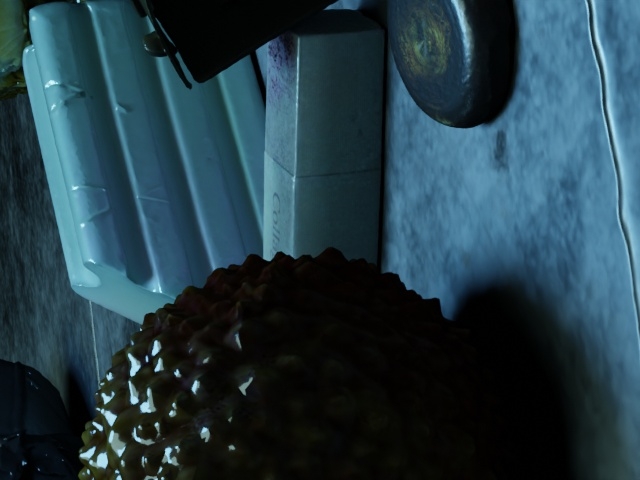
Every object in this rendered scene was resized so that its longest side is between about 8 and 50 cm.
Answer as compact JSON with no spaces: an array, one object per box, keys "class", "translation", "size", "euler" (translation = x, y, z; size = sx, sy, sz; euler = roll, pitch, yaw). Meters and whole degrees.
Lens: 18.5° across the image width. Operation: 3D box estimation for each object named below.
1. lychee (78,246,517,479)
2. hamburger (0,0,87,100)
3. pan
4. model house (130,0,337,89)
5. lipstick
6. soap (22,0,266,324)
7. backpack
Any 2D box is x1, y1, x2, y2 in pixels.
[{"class":"lychee","translation":[-0.019,0.126,1.145],"size":[0.267,0.268,0.267],"euler":[174,90,-71]},{"class":"hamburger","translation":[-0.342,-0.277,2.086],"size":[0.318,0.195,0.276],"euler":[164,97,-69]},{"class":"pan","translation":[0.070,-0.171,1.159],"size":[0.115,0.040,0.212],"euler":[-175,79,-65]},{"class":"model house","translation":[-0.081,-0.276,1.274],"size":[0.243,0.204,0.211],"euler":[55,172,33]},{"class":"lipstick","translation":[0.000,0.000,1.373],"size":[0.066,0.068,0.317],"euler":[-134,42,-61]},{"class":"soap","translation":[-0.125,-0.055,1.556],"size":[0.095,0.173,0.289],"euler":[115,143,-59]},{"class":"backpack","translation":[-0.369,0.331,2.288],"size":[0.445,0.255,0.363],"euler":[-117,34,-52]}]
